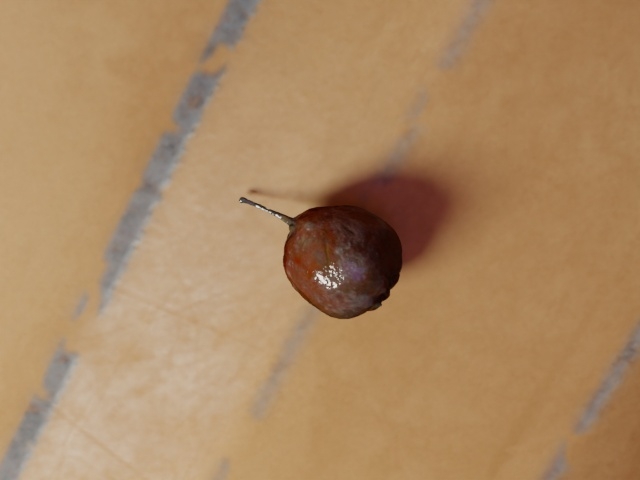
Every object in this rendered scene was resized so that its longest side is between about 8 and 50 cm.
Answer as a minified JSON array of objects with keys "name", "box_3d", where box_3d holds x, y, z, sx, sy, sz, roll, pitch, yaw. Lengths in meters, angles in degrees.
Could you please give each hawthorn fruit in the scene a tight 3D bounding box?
[{"name":"hawthorn fruit","box_3d":[0.000,0.000,0.920,0.103,0.067,0.067,41,104,7]}]
